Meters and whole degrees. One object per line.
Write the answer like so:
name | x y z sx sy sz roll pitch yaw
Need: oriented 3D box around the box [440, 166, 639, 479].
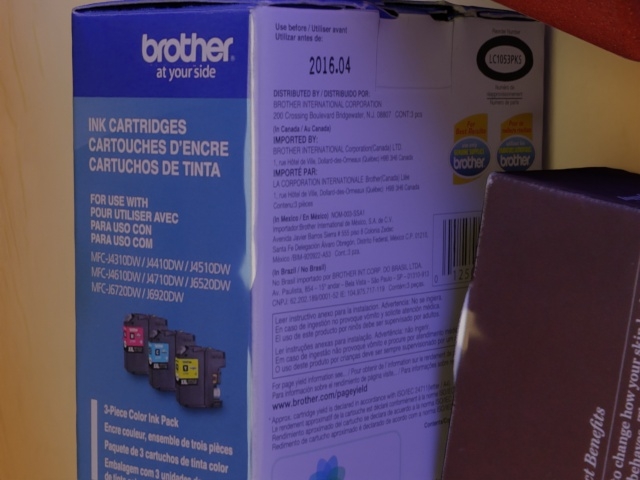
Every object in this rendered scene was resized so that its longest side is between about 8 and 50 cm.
box | 0.261 0.090 0.938 0.381 0.143 0.191 16 103 33

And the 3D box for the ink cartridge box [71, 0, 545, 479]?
ink cartridge box | 0.000 0.000 1.042 0.151 0.270 0.396 7 98 39

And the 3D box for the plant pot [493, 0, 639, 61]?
plant pot | 0.108 -0.296 0.890 0.267 0.236 0.267 28 72 32
